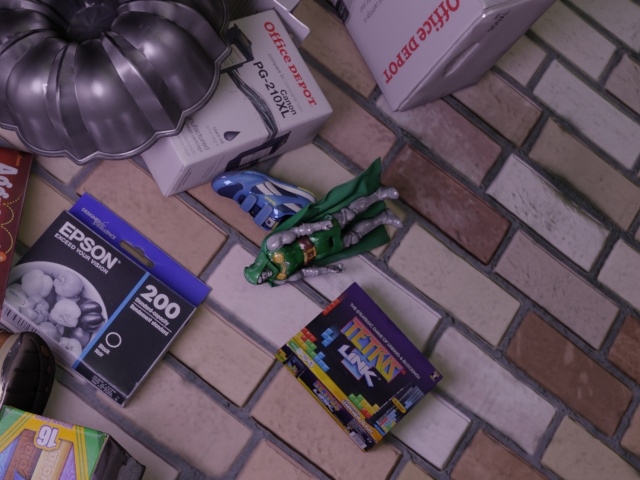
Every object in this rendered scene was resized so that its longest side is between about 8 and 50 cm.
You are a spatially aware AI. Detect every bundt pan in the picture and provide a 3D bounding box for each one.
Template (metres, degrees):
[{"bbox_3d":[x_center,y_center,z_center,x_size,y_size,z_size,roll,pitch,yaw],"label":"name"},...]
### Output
[{"bbox_3d":[-0.281,-0.266,1.846,0.330,0.124,0.331,-4,66,10],"label":"bundt pan"}]

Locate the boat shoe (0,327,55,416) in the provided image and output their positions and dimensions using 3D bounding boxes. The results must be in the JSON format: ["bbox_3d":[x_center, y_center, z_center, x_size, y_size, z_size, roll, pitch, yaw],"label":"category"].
[{"bbox_3d":[-0.402,0.244,1.654,0.119,0.122,0.324,13,65,19],"label":"boat shoe"}]

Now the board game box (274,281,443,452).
[{"bbox_3d":[0.050,0.159,1.921,0.170,0.048,0.141,47,58,3],"label":"board game box"}]

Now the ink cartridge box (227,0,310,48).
[{"bbox_3d":[-0.088,-0.333,2.063,0.180,0.104,0.060,38,56,-3],"label":"ink cartridge box"}]

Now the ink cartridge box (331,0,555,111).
[{"bbox_3d":[0.127,-0.420,2.091,0.166,0.285,0.395,-20,76,-31],"label":"ink cartridge box"}]

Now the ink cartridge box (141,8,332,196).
[{"bbox_3d":[-0.130,-0.183,1.974,0.237,0.100,0.172,-23,76,-30],"label":"ink cartridge box"}]

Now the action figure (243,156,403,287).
[{"bbox_3d":[0.000,0.000,1.949,0.232,0.137,0.063,-28,36,-23],"label":"action figure"}]

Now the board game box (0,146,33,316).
[{"bbox_3d":[-0.420,-0.021,1.742,0.145,0.027,0.281,12,39,-12],"label":"board game box"}]

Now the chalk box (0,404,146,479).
[{"bbox_3d":[-0.297,0.305,1.608,0.132,0.132,0.213,14,70,18],"label":"chalk box"}]

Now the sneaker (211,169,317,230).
[{"bbox_3d":[-0.074,-0.049,1.964,0.144,0.053,0.059,17,63,-15],"label":"sneaker"}]

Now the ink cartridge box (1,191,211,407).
[{"bbox_3d":[-0.260,0.061,1.834,0.206,0.045,0.208,37,56,-3],"label":"ink cartridge box"}]
